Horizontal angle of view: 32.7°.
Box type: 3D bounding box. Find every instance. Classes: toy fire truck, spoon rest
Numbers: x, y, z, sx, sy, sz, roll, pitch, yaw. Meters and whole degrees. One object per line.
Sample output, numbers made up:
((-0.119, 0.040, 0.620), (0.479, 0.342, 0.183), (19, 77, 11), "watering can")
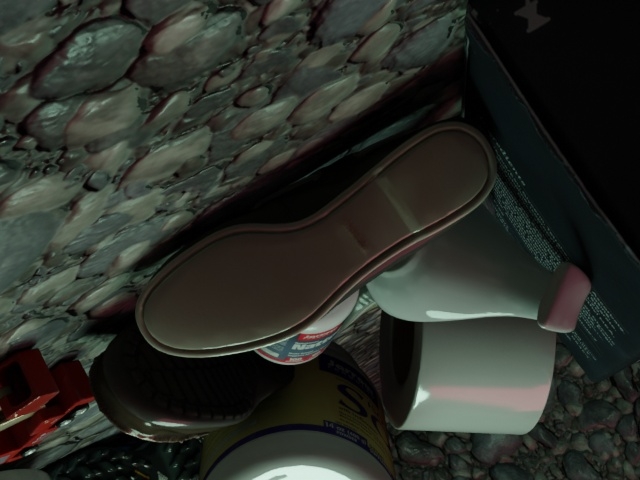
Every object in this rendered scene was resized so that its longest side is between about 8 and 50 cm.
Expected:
((-0.286, 0.162, 1.028), (0.192, 0.047, 0.135), (-38, 165, 27), "toy fire truck")
((0.133, 0.025, 0.966), (0.084, 0.276, 0.137), (24, 90, -36), "spoon rest")

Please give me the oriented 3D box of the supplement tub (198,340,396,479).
((-0.030, 0.274, 1.358), (0.241, 0.241, 0.331), (-34, -162, 10), "supplement tub")

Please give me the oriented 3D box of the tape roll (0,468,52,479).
((-0.486, 0.389, 1.272), (0.392, 0.072, 0.392), (-26, 162, -9), "tape roll")

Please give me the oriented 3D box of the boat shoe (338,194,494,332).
((0.078, 0.010, 1.170), (0.103, 0.118, 0.320), (-29, 172, -39), "boat shoe")

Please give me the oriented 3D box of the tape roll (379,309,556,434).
((0.183, 0.125, 1.407), (0.169, 0.246, 0.246), (3, 159, -9), "tape roll")

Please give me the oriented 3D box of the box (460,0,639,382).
((0.395, -0.130, 0.984), (0.480, 0.297, 0.472), (-32, 165, -1), "box")

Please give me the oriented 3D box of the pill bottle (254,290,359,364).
((-0.019, 0.051, 1.095), (0.108, 0.108, 0.180), (-27, 166, -20), "pill bottle")

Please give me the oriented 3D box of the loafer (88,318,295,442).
((-0.140, 0.158, 1.150), (0.130, 0.134, 0.366), (-35, 166, 14), "loafer")

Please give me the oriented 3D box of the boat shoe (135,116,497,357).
((0.000, 0.000, 0.943), (0.335, 0.112, 0.095), (-29, -174, 5), "boat shoe")

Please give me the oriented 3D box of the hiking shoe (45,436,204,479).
((-0.285, 0.345, 1.554), (0.304, 0.113, 0.132), (-9, 166, -42), "hiking shoe")
